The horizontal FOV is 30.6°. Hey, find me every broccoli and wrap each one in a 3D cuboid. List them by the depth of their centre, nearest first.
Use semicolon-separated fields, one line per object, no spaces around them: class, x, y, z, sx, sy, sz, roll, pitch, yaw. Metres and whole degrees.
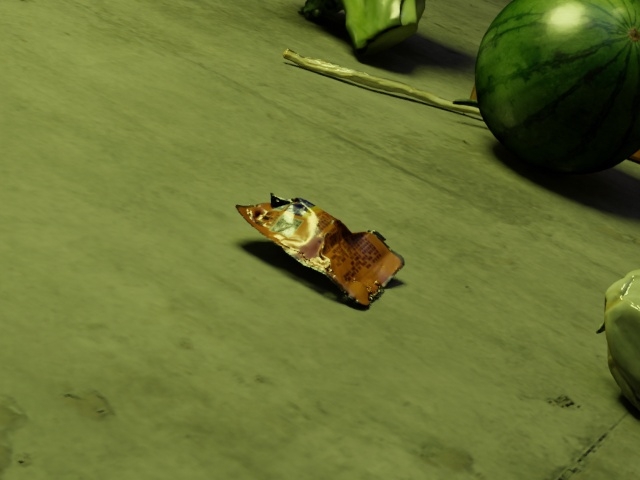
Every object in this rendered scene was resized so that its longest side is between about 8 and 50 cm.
broccoli;0.088;-0.331;1.374;0.248;0.245;0.288;-8;-13;1

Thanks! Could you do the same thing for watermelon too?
watermelon;0.238;-0.153;1.135;0.188;0.187;0.215;11;-19;-19

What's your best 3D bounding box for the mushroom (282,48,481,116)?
mushroom;0.098;-0.155;1.236;0.286;0.028;0.025;17;64;-2

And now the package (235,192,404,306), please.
package;0.000;-0.001;0.771;0.111;0.033;0.077;30;15;16

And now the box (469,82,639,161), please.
box;0.297;-0.164;1.351;0.237;0.070;0.152;18;22;6

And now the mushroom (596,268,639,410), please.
mushroom;0.289;0.103;0.686;0.278;0.096;0.099;30;69;23
